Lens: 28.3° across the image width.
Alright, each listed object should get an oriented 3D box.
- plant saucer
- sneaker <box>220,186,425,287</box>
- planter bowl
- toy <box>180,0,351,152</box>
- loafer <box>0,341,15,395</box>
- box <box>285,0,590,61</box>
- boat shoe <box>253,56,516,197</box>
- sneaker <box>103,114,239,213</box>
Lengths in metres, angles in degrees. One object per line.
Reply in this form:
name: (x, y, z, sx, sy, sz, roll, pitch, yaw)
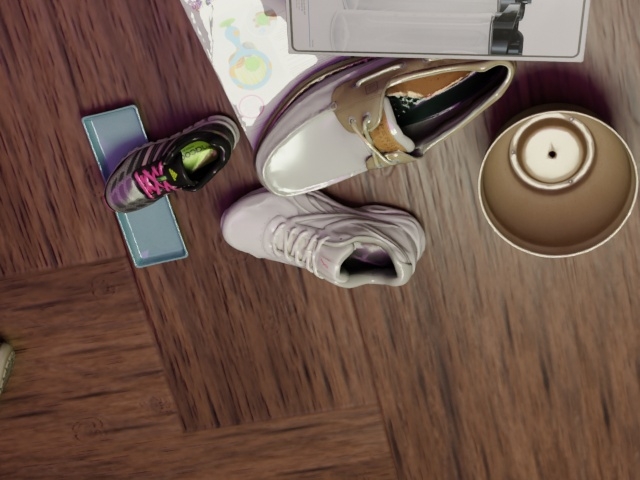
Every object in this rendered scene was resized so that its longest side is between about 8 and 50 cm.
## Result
plant saucer: (-0.210, -0.062, 1.452, 0.067, 0.018, 0.192, -12, 111, 12)
sneaker: (0.000, 0.000, 1.400, 0.232, 0.115, 0.090, 6, 115, 4)
planter bowl: (0.248, -0.077, 1.340, 0.162, 0.109, 0.162, 3, 114, 6)
toy: (-0.051, -0.212, 1.338, 0.137, 0.056, 0.237, -24, 121, 2)
loafer: (-0.464, 0.221, 1.563, 0.092, 0.102, 0.268, 30, 115, -13)
box: (0.112, -0.265, 1.205, 0.290, 0.087, 0.169, 3, 130, 4)
boat shoe: (0.061, -0.132, 1.312, 0.302, 0.103, 0.113, -34, 123, 11)
sneaker: (-0.166, -0.078, 1.393, 0.170, 0.075, 0.063, -28, 111, 6)
